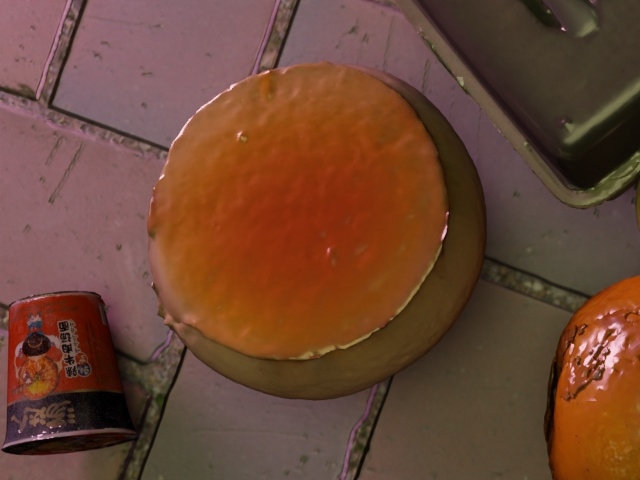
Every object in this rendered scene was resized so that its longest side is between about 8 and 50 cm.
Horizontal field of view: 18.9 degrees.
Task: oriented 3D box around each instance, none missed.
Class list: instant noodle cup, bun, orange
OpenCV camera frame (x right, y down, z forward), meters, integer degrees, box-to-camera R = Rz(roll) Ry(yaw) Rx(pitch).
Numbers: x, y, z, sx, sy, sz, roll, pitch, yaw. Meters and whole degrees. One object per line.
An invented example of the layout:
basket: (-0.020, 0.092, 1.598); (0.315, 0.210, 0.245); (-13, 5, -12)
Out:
instant noodle cup: (-0.234, 0.121, 1.753); (0.127, 0.127, 0.135); (-10, 78, 15)
bun: (0.000, 0.000, 1.663); (0.299, 0.165, 0.298); (-6, 69, 17)
orange: (0.297, 0.143, 1.532); (0.246, 0.246, 0.246); (-1, 88, 16)

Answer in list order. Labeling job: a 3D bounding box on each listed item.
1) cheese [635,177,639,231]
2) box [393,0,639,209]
cheese: (0.422, -0.038, 1.498); (0.316, 0.259, 0.128); (-13, 101, -20)
box: (0.209, -0.188, 1.591); (0.220, 0.166, 0.290); (-41, 69, 10)
